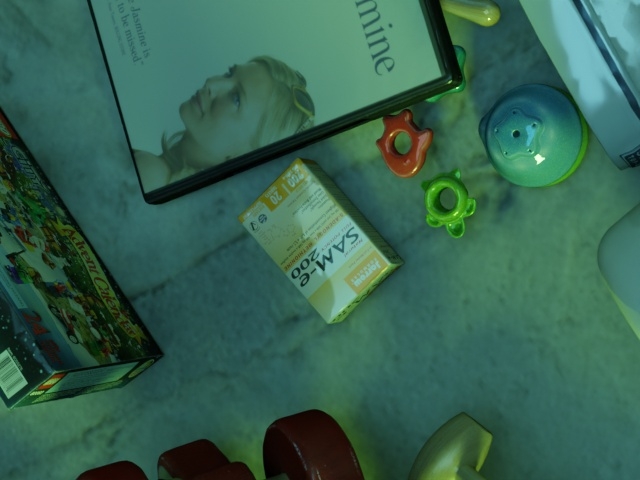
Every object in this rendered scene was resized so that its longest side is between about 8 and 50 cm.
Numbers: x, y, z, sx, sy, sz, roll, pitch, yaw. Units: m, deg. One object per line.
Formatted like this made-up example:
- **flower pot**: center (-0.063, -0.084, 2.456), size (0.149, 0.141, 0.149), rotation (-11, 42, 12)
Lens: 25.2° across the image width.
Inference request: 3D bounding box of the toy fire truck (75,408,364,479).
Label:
- **toy fire truck**: center (-0.030, 0.260, 0.873), size (0.169, 0.302, 0.254), rotation (-13, 109, -23)

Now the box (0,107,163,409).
- **box**: center (-0.217, 0.001, 0.977), size (0.044, 0.159, 0.233), rotation (-38, 79, 15)

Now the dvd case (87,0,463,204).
- **dvd case**: center (-0.041, -0.147, 0.973), size (0.253, 0.022, 0.180), rotation (-20, 83, 27)

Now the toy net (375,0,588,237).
- **toy net**: center (0.075, -0.124, 0.951), size (0.122, 0.045, 0.232), rotation (-35, 76, 25)

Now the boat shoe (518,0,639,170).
- **boat shoe**: center (0.164, -0.238, 0.875), size (0.156, 0.136, 0.367), rotation (-29, 84, 15)

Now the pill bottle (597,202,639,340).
- **pill bottle**: center (0.370, -0.032, 0.755), size (0.407, 0.229, 0.229), rotation (-39, 78, 13)

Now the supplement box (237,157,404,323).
- **supplement box**: center (0.000, 0.000, 0.972), size (0.062, 0.036, 0.098), rotation (-45, 77, 13)

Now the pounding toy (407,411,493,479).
- **pounding toy**: center (0.125, 0.250, 0.866), size (0.154, 0.155, 0.269), rotation (-46, 74, 9)
